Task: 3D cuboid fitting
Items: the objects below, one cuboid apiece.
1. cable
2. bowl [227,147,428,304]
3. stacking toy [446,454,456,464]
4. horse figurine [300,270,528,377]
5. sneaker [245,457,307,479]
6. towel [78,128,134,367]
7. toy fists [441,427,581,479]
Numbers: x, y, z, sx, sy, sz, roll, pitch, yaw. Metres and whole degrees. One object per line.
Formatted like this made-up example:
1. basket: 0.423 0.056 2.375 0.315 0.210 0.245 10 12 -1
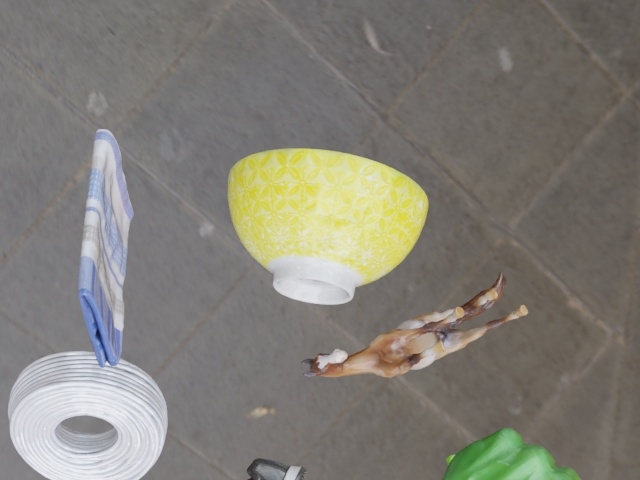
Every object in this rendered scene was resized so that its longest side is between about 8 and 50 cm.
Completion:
1. cable: -0.375 0.293 1.912 0.257 0.089 0.257 17 126 -15
2. bowl: 0.000 0.000 1.682 0.289 0.289 0.156 17 69 -21
3. stacking toy: 0.322 0.471 2.117 0.221 0.167 0.052 21 129 -39
4. horse figurine: 0.125 0.108 1.370 0.263 0.174 0.066 -19 84 -49
5. sneaker: -0.103 0.443 1.945 0.106 0.078 0.234 23 120 7
6. towel: -0.299 0.010 1.667 0.034 0.285 0.209 -1 144 0
7. toy fists: 0.217 0.307 1.099 0.142 0.096 0.279 -36 78 19
